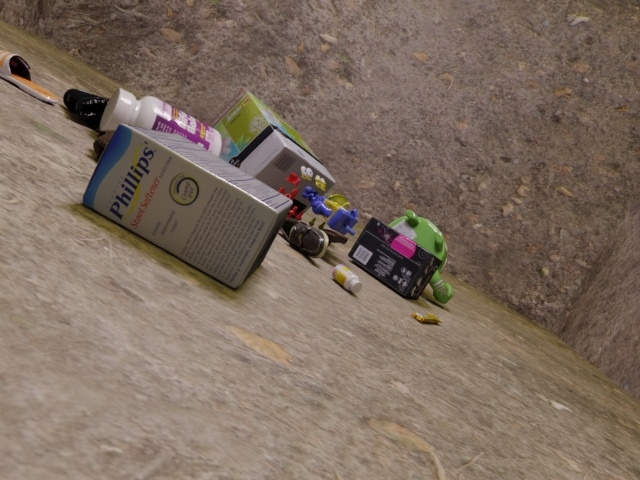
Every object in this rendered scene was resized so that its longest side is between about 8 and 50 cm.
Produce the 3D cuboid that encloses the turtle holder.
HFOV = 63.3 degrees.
[{"bbox_3d":[0.373,0.061,1.914,0.320,0.244,0.227,24,-13,29],"label":"turtle holder"}]

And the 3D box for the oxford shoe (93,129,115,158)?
[{"bbox_3d":[-0.448,-0.187,1.148,0.096,0.083,0.227,0,24,-33],"label":"oxford shoe"}]

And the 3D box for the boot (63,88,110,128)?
[{"bbox_3d":[-0.617,-0.370,1.537,0.246,0.094,0.207,13,14,-43],"label":"boot"}]

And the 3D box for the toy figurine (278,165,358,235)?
[{"bbox_3d":[0.028,-0.059,1.621,0.217,0.191,0.362,40,6,29],"label":"toy figurine"}]

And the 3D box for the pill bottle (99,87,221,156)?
[{"bbox_3d":[-0.443,-0.296,1.451,0.301,0.169,0.169,24,10,-36],"label":"pill bottle"}]

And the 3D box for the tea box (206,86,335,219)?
[{"bbox_3d":[-0.174,-0.283,1.768,0.324,0.220,0.329,55,15,30],"label":"tea box"}]

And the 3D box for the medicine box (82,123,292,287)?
[{"bbox_3d":[-0.215,-0.070,0.936,0.289,0.149,0.263,29,8,-2],"label":"medicine box"}]

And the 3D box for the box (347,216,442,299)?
[{"bbox_3d":[0.245,0.061,1.709,0.247,0.164,0.142,35,6,30],"label":"box"}]

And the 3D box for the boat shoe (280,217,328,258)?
[{"bbox_3d":[-0.053,-0.010,1.421,0.073,0.080,0.223,19,7,-30],"label":"boat shoe"}]

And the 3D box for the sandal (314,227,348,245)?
[{"bbox_3d":[0.000,0.000,1.547,0.089,0.060,0.219,22,-7,-36],"label":"sandal"}]

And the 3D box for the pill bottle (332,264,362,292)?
[{"bbox_3d":[0.067,0.096,1.286,0.043,0.043,0.083,23,11,-42],"label":"pill bottle"}]

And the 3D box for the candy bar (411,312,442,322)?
[{"bbox_3d":[0.300,0.218,1.458,0.040,0.018,0.161,31,8,33],"label":"candy bar"}]

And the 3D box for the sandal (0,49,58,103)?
[{"bbox_3d":[-0.845,-0.477,1.460,0.265,0.076,0.102,30,8,-1],"label":"sandal"}]
